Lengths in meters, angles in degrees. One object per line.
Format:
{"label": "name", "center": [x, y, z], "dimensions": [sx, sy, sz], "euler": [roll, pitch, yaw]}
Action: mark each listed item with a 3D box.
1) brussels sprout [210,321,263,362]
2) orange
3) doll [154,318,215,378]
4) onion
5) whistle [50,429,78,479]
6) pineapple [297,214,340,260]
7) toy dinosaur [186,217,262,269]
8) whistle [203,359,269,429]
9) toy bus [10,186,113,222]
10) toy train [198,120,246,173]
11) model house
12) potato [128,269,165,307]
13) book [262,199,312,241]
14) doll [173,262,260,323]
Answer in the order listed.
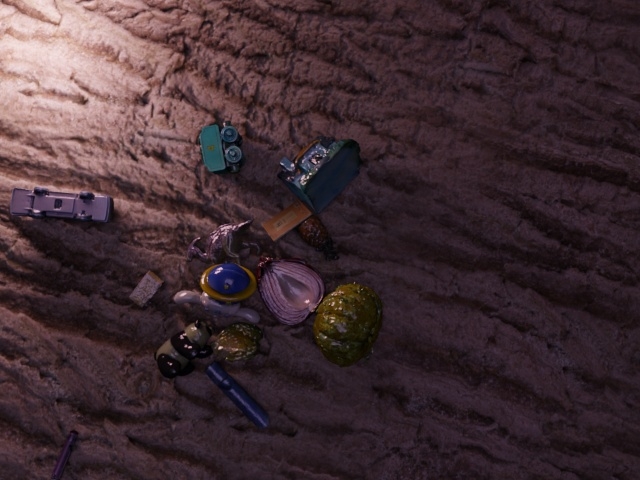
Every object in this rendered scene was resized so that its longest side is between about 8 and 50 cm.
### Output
{"label": "brussels sprout", "center": [-0.300, 0.370, 1.778], "dimensions": [0.180, 0.100, 0.139], "euler": [-15, 78, -4]}
{"label": "orange", "center": [0.087, 0.293, 1.719], "dimensions": [0.223, 0.301, 0.300], "euler": [17, 90, 24]}
{"label": "doll", "center": [-0.478, 0.385, 1.739], "dimensions": [0.234, 0.143, 0.135], "euler": [-40, 76, -1]}
{"label": "onion", "center": [-0.120, 0.163, 1.787], "dimensions": [0.227, 0.120, 0.283], "euler": [-44, 85, -6]}
{"label": "whistle", "center": [-0.907, 0.762, 1.739], "dimensions": [0.033, 0.033, 0.177], "euler": [22, 86, -3]}
{"label": "pineapple", "center": [0.000, 0.000, 1.818], "dimensions": [0.108, 0.108, 0.198], "euler": [-40, 97, -5]}
{"label": "toy dinosaur", "center": [-0.351, 0.030, 1.798], "dimensions": [0.294, 0.077, 0.162], "euler": [-28, 97, -3]}
{"label": "whistle", "center": [-0.300, 0.563, 1.784], "dimensions": [0.062, 0.062, 0.304], "euler": [-44, 91, -5]}
{"label": "toy bus", "center": [-0.896, -0.119, 1.732], "dimensions": [0.329, 0.136, 0.109], "euler": [5, 85, -4]}
{"label": "toy train", "center": [-0.360, -0.338, 1.805], "dimensions": [0.154, 0.107, 0.198], "euler": [-11, 88, 2]}
{"label": "model house", "center": [-0.018, -0.290, 1.791], "dimensions": [0.261, 0.226, 0.241], "euler": [-44, 62, -7]}
{"label": "potato", "center": [-0.631, 0.179, 1.777], "dimensions": [0.086, 0.061, 0.122], "euler": [38, 86, -4]}
{"label": "book", "center": [-0.125, -0.076, 1.812], "dimensions": [0.172, 0.118, 0.012], "euler": [-36, 131, -5]}
{"label": "doll", "center": [-0.366, 0.171, 1.745], "dimensions": [0.310, 0.243, 0.160], "euler": [5, 57, -1]}
